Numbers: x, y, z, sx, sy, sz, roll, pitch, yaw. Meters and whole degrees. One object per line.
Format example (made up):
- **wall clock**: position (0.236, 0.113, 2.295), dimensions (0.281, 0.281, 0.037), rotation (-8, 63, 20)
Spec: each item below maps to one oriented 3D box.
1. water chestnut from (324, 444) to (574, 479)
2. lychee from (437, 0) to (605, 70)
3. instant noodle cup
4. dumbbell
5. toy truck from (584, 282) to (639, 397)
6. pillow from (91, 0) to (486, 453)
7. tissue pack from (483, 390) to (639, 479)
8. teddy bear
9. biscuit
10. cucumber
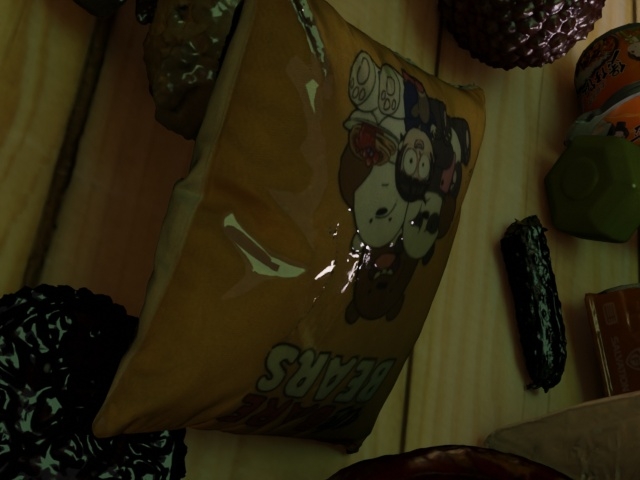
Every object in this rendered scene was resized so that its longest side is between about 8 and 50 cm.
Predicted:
- **water chestnut**: position (0.107, 0.264, 0.755), dimensions (0.289, 0.289, 0.244), rotation (56, 16, -11)
- **lychee**: position (0.198, -0.264, 1.132), dimensions (0.188, 0.188, 0.188), rotation (20, 60, -38)
- **instant noodle cup**: position (0.367, -0.168, 1.264), dimensions (0.208, 0.177, 0.125), rotation (10, 52, -28)
- **dumbbell**: position (0.380, -0.028, 1.245), dimensions (0.302, 0.121, 0.108), rotation (19, 83, -40)
- **toy truck**: position (0.473, 0.124, 1.202), dimensions (0.387, 0.207, 0.173), rotation (6, 69, -43)
- **pillow**: position (0.000, 0.000, 0.758), dimensions (0.310, 0.119, 0.312), rotation (18, 94, -59)
- **tissue pack**: position (0.358, 0.254, 0.990), dimensions (0.356, 0.266, 0.194), rotation (17, 61, -38)
- **teddy bear**: position (-0.075, -0.179, 0.834), dimensions (0.267, 0.156, 0.256), rotation (0, 75, -46)
- **biscuit**: position (-0.162, 0.122, 0.689), dimensions (0.194, 0.053, 0.194), rotation (20, 59, -39)
- **cucumber**: position (0.213, 0.060, 1.093), dimensions (0.053, 0.053, 0.181), rotation (6, 72, -43)
